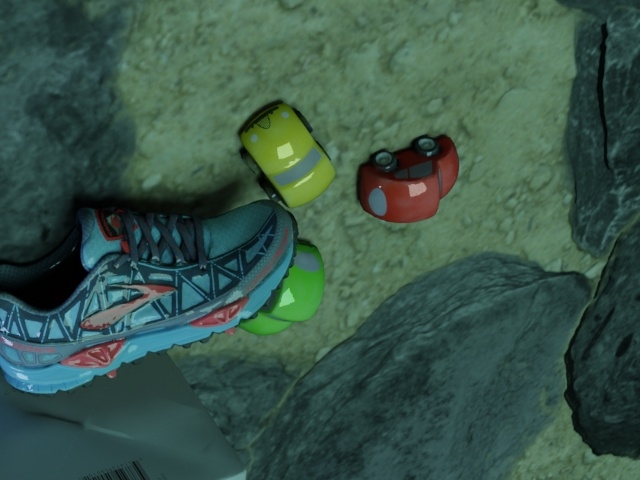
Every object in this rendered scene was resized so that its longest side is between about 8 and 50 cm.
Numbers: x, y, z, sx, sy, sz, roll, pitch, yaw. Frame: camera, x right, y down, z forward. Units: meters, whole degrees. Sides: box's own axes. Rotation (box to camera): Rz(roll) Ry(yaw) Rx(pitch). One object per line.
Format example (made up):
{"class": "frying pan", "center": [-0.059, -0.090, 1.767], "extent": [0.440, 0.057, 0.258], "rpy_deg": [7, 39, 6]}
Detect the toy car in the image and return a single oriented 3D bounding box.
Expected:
{"class": "toy car", "center": [0.000, 0.000, 1.478], "extent": [0.239, 0.053, 0.225], "rpy_deg": [9, 120, -41]}

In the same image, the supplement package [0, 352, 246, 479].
{"class": "supplement package", "center": [-0.199, 0.246, 1.441], "extent": [0.199, 0.198, 0.262], "rpy_deg": [-16, 135, -26]}

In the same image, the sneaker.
{"class": "sneaker", "center": [-0.142, 0.024, 1.347], "extent": [0.262, 0.104, 0.125], "rpy_deg": [-26, 127, -6]}
